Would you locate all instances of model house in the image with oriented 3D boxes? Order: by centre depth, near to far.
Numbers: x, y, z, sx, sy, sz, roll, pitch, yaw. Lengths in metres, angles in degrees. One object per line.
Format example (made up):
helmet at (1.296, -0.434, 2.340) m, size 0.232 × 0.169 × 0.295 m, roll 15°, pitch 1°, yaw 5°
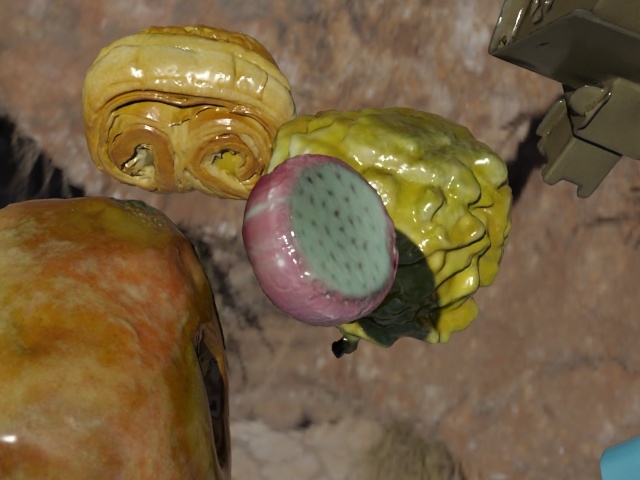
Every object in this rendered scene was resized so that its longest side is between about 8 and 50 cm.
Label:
model house at (0.227, -0.111, 1.018) m, size 0.211 × 0.204 × 0.243 m, roll 19°, pitch 131°, yaw -18°

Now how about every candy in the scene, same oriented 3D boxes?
candy at (0.000, 0.000, 0.902) m, size 0.043 × 0.103 × 0.103 m, roll -24°, pitch 120°, yaw 39°

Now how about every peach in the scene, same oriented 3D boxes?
peach at (-0.141, 0.088, 0.821) m, size 0.214 × 0.214 × 0.236 m, roll 13°, pitch 84°, yaw 0°

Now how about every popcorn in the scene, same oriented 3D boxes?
popcorn at (0.060, -0.013, 1.412) m, size 0.249 × 0.249 × 0.225 m, roll 6°, pitch 110°, yaw 5°

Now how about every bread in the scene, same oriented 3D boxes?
bread at (-0.136, -0.135, 1.636) m, size 0.236 × 0.120 × 0.198 m, roll 7°, pitch 133°, yaw 6°

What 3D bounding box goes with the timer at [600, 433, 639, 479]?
timer at (0.394, 0.328, 1.540) m, size 0.231 × 0.250 × 0.091 m, roll 26°, pitch 139°, yaw -38°
